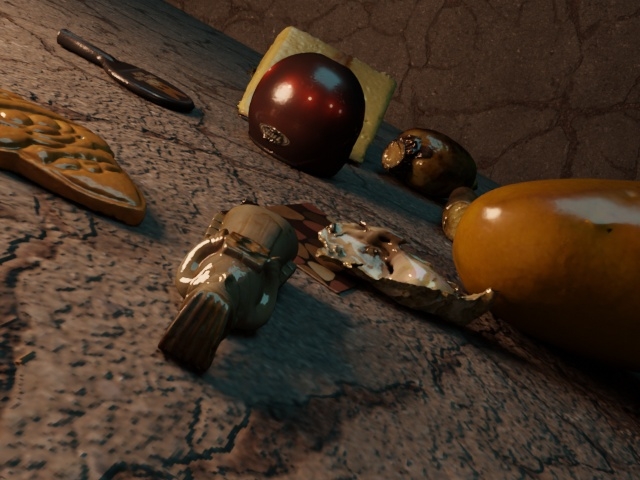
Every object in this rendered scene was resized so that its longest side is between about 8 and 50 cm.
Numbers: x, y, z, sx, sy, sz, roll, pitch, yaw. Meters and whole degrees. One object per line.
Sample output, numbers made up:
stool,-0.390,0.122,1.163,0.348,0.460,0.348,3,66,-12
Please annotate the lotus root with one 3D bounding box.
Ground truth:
lotus root,0.267,-0.178,1.474,0.314,0.141,0.169,14,18,-41

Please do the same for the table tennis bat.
table tennis bat,-0.311,-0.269,1.014,0.236,0.027,0.150,29,16,-6

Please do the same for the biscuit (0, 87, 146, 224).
biscuit,-0.247,-0.087,0.555,0.250,0.035,0.162,35,21,15

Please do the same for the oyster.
oyster,0.081,0.042,0.677,0.200,0.061,0.106,34,39,11

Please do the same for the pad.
pad,0.000,0.000,0.736,0.158,0.003,0.235,33,17,17

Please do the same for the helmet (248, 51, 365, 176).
helmet,-0.022,-0.218,1.076,0.189,0.193,0.216,32,58,14

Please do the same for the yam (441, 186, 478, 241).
yam,0.287,-0.062,1.280,0.081,0.081,0.357,30,15,6

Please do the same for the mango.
mango,0.364,0.040,0.765,0.446,0.232,0.300,12,-8,-16

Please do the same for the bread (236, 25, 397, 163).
bread,-0.025,-0.287,1.450,0.346,0.242,0.404,29,57,-19

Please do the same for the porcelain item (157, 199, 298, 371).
porcelain item,-0.064,0.024,0.468,0.084,0.054,0.213,26,17,-2
